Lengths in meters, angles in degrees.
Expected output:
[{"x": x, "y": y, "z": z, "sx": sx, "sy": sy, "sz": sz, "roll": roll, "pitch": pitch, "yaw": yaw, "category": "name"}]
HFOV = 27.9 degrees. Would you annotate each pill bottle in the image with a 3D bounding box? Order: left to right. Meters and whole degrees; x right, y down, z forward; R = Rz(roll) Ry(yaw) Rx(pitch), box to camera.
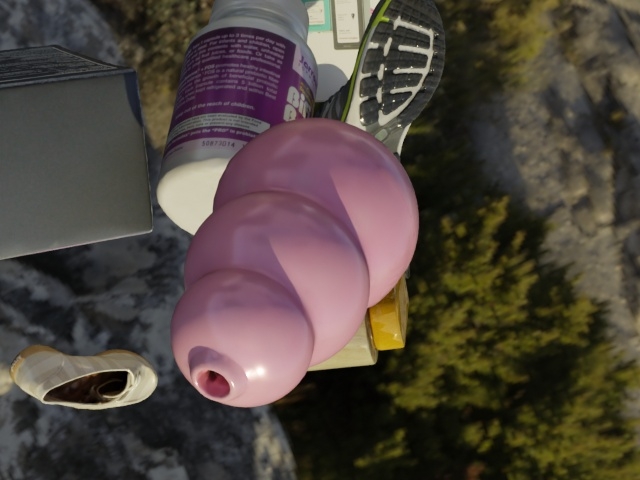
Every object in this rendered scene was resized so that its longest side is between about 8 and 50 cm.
[{"x": -0.091, "y": -0.160, "z": 1.550, "sx": 0.169, "sy": 0.169, "sz": 0.301, "roll": 26, "pitch": 54, "yaw": -27, "category": "pill bottle"}]

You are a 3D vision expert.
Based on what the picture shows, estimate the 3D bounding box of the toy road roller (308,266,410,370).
[{"x": 0.000, "y": 0.000, "z": 1.702, "sx": 0.329, "sy": 0.202, "sz": 0.240, "roll": -80, "pitch": 160, "yaw": -60, "category": "toy road roller"}]

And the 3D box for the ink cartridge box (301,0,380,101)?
[{"x": 0.026, "y": -0.353, "z": 1.753, "sx": 0.197, "sy": 0.270, "sz": 0.198, "roll": -2, "pitch": 41, "yaw": 5, "category": "ink cartridge box"}]

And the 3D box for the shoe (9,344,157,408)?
[{"x": -0.258, "y": 0.165, "z": 1.466, "sx": 0.058, "sy": 0.076, "sz": 0.219, "roll": 35, "pitch": 12, "yaw": 33, "category": "shoe"}]

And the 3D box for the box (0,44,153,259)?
[{"x": -0.366, "y": -0.091, "z": 1.348, "sx": 0.296, "sy": 0.294, "sz": 0.182, "roll": -11, "pitch": 106, "yaw": -24, "category": "box"}]

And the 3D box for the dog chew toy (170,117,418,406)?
[{"x": -0.033, "y": 0.027, "z": 1.220, "sx": 0.206, "sy": 0.206, "sz": 0.332, "roll": 45, "pitch": 40, "yaw": -13, "category": "dog chew toy"}]

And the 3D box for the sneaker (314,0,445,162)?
[{"x": 0.047, "y": -0.155, "z": 1.495, "sx": 0.111, "sy": 0.121, "sz": 0.300, "roll": 12, "pitch": 106, "yaw": -34, "category": "sneaker"}]
